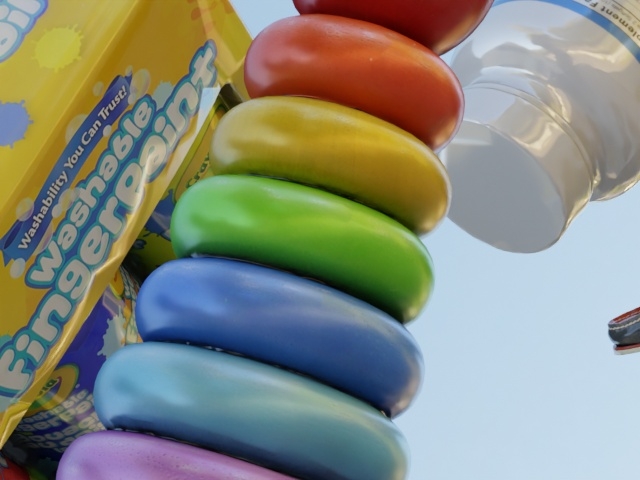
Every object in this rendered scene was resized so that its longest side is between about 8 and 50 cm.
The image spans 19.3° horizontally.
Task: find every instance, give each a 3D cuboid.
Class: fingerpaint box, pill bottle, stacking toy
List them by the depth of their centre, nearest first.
[{"bbox_3d":[0.000,0.000,0.729,0.141,0.141,0.330,39,-114,-55],"label":"stacking toy"},{"bbox_3d":[0.146,-0.097,1.020,0.221,0.124,0.124,-50,-28,-31],"label":"pill bottle"},{"bbox_3d":[-0.191,0.052,1.200,0.445,0.163,0.371,-59,-28,-14],"label":"fingerpaint box"}]

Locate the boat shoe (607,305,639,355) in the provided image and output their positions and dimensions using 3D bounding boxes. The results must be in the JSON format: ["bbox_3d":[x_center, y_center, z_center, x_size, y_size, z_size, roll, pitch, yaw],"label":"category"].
[{"bbox_3d":[0.204,0.016,0.982,0.137,0.043,0.049,-32,5,26],"label":"boat shoe"}]
